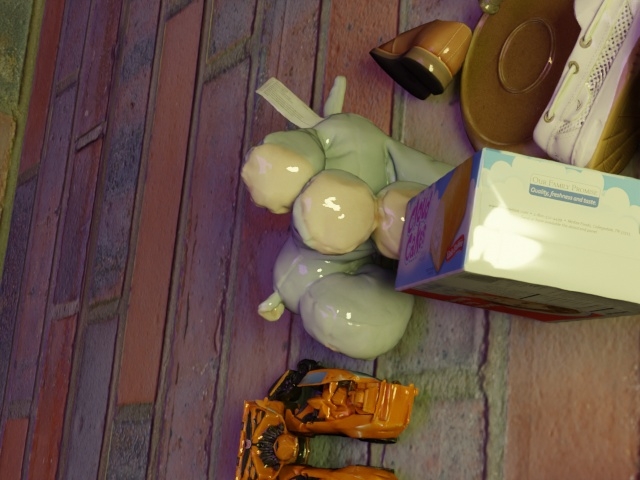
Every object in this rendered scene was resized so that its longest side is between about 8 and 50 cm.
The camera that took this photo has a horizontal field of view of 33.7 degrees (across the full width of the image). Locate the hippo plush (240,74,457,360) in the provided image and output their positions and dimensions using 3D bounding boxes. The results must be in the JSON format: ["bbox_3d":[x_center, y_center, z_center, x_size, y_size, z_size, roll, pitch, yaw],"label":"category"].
[{"bbox_3d":[0.000,0.000,1.106,0.294,0.234,0.236,40,126,35],"label":"hippo plush"}]

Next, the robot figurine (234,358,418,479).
[{"bbox_3d":[-0.006,0.229,1.170,0.291,0.085,0.211,-15,65,55],"label":"robot figurine"}]

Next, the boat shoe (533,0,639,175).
[{"bbox_3d":[0.254,-0.190,0.886,0.096,0.098,0.277,34,109,35],"label":"boat shoe"}]

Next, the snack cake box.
[{"bbox_3d":[0.160,0.006,0.835,0.264,0.152,0.089,138,142,-81],"label":"snack cake box"}]

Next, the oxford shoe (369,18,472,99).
[{"bbox_3d":[0.114,-0.203,1.156,0.076,0.076,0.212,-50,17,-3],"label":"oxford shoe"}]

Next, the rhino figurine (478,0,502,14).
[{"bbox_3d":[0.195,-0.346,1.064,0.106,0.073,0.243,-37,34,47],"label":"rhino figurine"}]

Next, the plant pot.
[{"bbox_3d":[0.210,-0.177,1.035,0.236,0.032,0.236,-26,57,51],"label":"plant pot"}]
